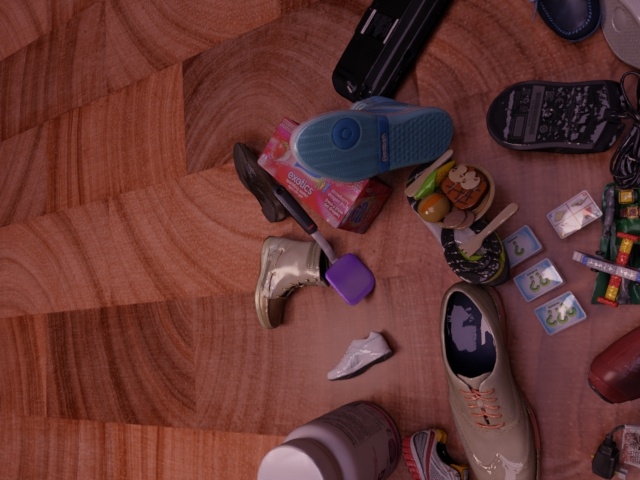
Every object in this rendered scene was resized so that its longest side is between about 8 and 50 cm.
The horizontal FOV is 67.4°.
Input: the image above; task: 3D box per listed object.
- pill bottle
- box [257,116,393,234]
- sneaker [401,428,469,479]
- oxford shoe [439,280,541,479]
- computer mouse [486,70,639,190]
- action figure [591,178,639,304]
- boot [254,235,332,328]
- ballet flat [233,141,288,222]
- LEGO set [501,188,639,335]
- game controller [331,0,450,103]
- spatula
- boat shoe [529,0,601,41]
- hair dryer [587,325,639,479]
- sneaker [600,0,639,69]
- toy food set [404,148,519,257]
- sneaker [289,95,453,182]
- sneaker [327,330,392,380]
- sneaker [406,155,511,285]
[{"bbox_3d":[0.023,0.400,0.866,0.160,0.283,0.161,-3,84,30],"label":"pill bottle"},{"bbox_3d":[0.008,-0.137,1.015,0.257,0.128,0.123,41,106,27],"label":"box"},{"bbox_3d":[0.225,0.442,0.842,0.092,0.088,0.225,-34,56,16],"label":"sneaker"},{"bbox_3d":[0.269,0.264,0.813,0.140,0.146,0.398,-19,77,27],"label":"oxford shoe"},{"bbox_3d":[0.417,-0.194,0.802,0.272,0.072,0.189,19,102,39],"label":"computer mouse"},{"bbox_3d":[0.496,-0.015,0.759,0.137,0.063,0.233,-5,79,33],"label":"action figure"},{"bbox_3d":[-0.057,0.098,1.064,0.164,0.077,0.214,3,87,28],"label":"boot"},{"bbox_3d":[-0.142,-0.143,1.151,0.250,0.058,0.084,56,147,28],"label":"ballet flat"},{"bbox_3d":[0.407,0.027,0.760,0.244,0.060,0.183,-44,61,43],"label":"LEGO set"},{"bbox_3d":[0.146,-0.436,1.009,0.166,0.067,0.319,44,107,41],"label":"game controller"},{"bbox_3d":[0.000,0.000,0.995,0.084,0.030,0.296,-40,95,-15],"label":"spatula"},{"bbox_3d":[0.394,-0.462,0.833,0.109,0.089,0.259,-33,66,36],"label":"boat shoe"},{"bbox_3d":[0.527,0.232,0.717,0.223,0.080,0.294,0,98,25],"label":"hair dryer"},{"bbox_3d":[0.563,-0.330,0.741,0.151,0.094,0.256,-25,58,3],"label":"sneaker"},{"bbox_3d":[0.226,-0.076,0.807,0.132,0.038,0.192,-45,48,11],"label":"toy food set"},{"bbox_3d":[0.064,-0.200,0.906,0.208,0.318,0.127,40,132,55],"label":"sneaker"},{"bbox_3d":[0.075,0.242,0.990,0.152,0.053,0.061,-34,60,17],"label":"sneaker"},{"bbox_3d":[0.250,-0.033,0.878,0.111,0.121,0.300,-32,51,21],"label":"sneaker"}]
